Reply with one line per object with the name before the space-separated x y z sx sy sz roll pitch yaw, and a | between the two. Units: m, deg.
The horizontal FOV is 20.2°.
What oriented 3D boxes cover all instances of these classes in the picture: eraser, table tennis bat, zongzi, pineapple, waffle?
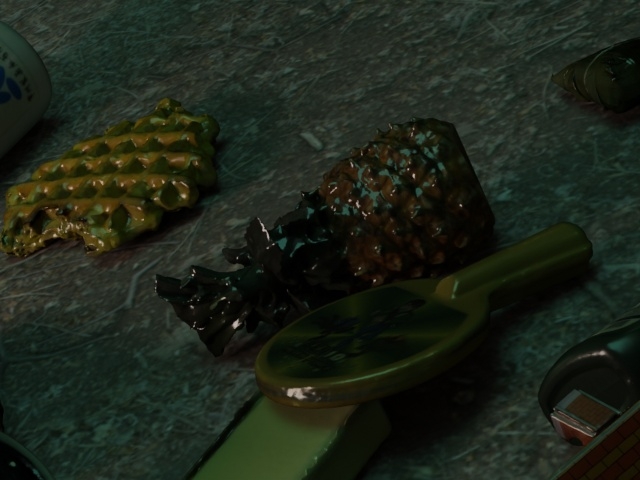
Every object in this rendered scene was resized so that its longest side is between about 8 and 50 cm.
eraser | -0.034 0.187 1.479 0.117 0.058 0.172 7 44 40
table tennis bat | 0.093 0.064 1.532 0.320 0.050 0.198 -24 20 -18
zongzi | 0.320 -0.183 1.792 0.154 0.062 0.130 -27 19 -14
pineapple | 0.000 0.000 1.641 0.310 0.170 0.141 -26 67 4
waffle | -0.235 -0.061 2.000 0.291 0.051 0.291 -19 29 11

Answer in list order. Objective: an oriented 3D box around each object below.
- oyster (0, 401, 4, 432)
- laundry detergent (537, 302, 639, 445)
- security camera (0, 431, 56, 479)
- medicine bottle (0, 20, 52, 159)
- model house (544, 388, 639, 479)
oyster | -0.391 0.169 1.691 0.197 0.133 0.337 -22 26 1
laundry detergent | 0.272 0.071 1.396 0.221 0.078 0.144 -33 -8 -37
security camera | -0.313 0.259 1.455 0.194 0.195 0.236 5 38 40
medicine bottle | -0.468 -0.131 2.158 0.170 0.170 0.293 4 43 39
model house | 0.215 0.204 1.187 0.294 0.154 0.207 -37 32 -19
